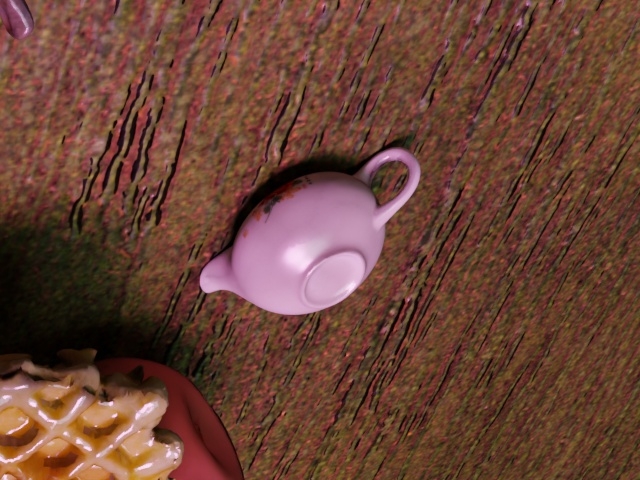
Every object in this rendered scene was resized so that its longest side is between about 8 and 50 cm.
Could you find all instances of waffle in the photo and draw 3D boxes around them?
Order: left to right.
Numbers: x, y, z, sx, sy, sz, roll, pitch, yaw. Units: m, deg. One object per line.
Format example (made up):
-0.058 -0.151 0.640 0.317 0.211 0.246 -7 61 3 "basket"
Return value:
-0.259 0.205 1.286 0.317 0.073 0.297 -1 125 -15 "waffle"

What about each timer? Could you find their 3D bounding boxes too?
-0.188 0.222 1.471 0.215 0.230 0.229 -30 145 7 "timer"

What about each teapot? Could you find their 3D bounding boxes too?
0.000 0.000 1.471 0.226 0.092 0.145 -36 145 0 "teapot"

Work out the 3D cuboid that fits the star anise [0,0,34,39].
-0.063 -0.284 1.001 0.316 0.139 0.359 2 119 1 "star anise"
